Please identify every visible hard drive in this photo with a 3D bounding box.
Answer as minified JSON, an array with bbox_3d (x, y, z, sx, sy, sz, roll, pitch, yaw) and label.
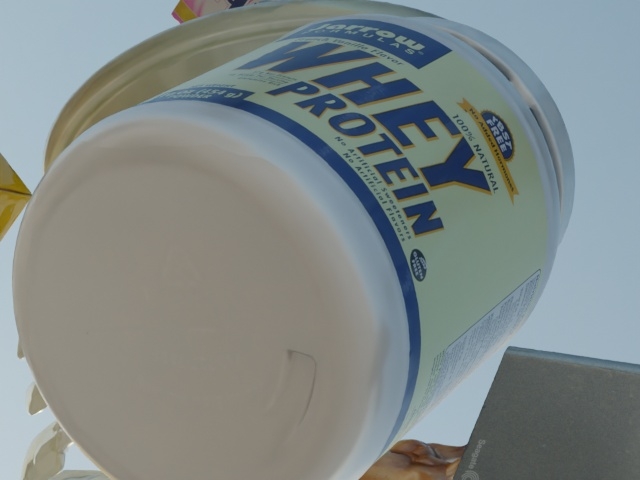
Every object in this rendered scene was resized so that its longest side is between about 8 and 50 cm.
[{"bbox_3d":[0.136,0.100,0.937,0.135,0.094,0.022,6,-35,30],"label":"hard drive"}]

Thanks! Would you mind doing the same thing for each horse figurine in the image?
[{"bbox_3d":[0.082,0.195,1.504,0.263,0.174,0.066,90,-20,-56],"label":"horse figurine"}]

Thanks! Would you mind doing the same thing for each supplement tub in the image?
[{"bbox_3d":[0.000,0.000,1.163,0.235,0.325,0.235,10,-68,25],"label":"supplement tub"}]

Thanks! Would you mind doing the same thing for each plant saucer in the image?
[{"bbox_3d":[-0.023,-0.038,1.618,0.400,0.400,0.101,-49,-139,47],"label":"plant saucer"}]

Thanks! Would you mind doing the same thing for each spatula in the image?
[{"bbox_3d":[-0.189,0.089,1.566,0.242,0.019,0.168,-37,-134,51],"label":"spatula"}]

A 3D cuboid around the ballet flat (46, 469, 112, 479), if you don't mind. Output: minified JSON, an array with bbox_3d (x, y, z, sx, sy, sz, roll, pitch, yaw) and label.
[{"bbox_3d":[-0.223,0.242,1.302,0.139,0.400,0.139,51,-3,4],"label":"ballet flat"}]

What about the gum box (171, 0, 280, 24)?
[{"bbox_3d":[-0.041,-0.194,1.830,0.188,0.062,0.107,46,-64,15],"label":"gum box"}]

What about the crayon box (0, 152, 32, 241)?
[{"bbox_3d":[-0.339,-0.032,1.449,0.202,0.081,0.318,-51,-122,19],"label":"crayon box"}]
